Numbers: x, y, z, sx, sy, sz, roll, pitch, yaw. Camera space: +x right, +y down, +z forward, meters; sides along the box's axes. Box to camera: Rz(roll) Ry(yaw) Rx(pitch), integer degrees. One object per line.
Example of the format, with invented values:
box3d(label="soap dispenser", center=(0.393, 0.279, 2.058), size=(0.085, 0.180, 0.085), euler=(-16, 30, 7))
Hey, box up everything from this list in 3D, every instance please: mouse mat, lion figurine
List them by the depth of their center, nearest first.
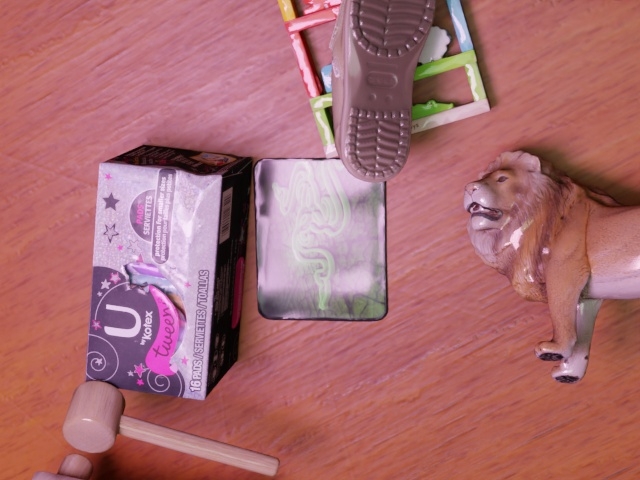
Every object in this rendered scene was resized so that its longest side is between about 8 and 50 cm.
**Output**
box3d(label="lion figurine", center=(0.326, 0.009, 1.456), size=(0.392, 0.142, 0.240), euler=(-4, 65, 29))
box3d(label="mouse mat", center=(0.000, 0.000, 1.642), size=(0.152, 0.007, 0.190), euler=(0, 99, 9))

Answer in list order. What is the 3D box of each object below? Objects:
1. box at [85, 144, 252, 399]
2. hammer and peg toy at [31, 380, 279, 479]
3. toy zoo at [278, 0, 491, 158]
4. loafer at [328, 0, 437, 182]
box3d(label="box", center=(-0.168, 0.031, 1.592), size=(0.142, 0.163, 0.247), euler=(6, 101, 8))
box3d(label="hammer and peg toy", center=(-0.193, 0.336, 1.600), size=(0.266, 0.127, 0.361), euler=(11, 130, 6))
box3d(label="toy zoo", center=(0.055, -0.256, 1.574), size=(0.192, 0.030, 0.293), euler=(-16, 97, 12))
box3d(label="loafer", center=(0.053, -0.195, 1.522), size=(0.102, 0.092, 0.268), euler=(11, 87, -20))
